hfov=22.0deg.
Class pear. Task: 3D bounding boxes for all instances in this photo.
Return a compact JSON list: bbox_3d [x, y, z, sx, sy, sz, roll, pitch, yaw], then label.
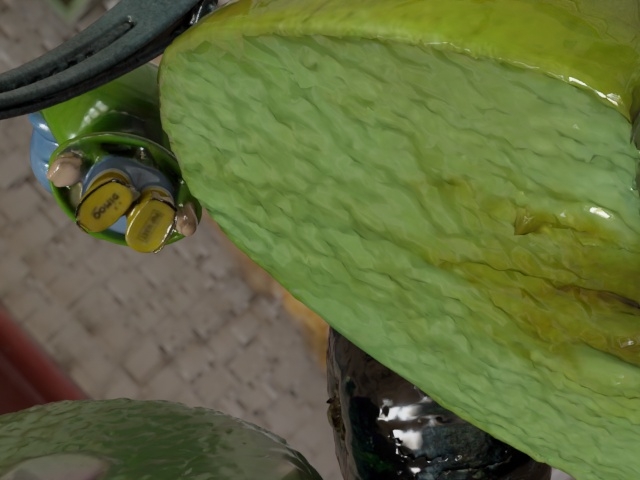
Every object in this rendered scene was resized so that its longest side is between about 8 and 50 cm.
[{"bbox_3d":[0.059,-0.033,0.663,0.139,0.239,0.288,-64,-30,-28],"label":"pear"}]

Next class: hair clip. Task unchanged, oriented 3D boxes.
[{"bbox_3d":[-0.149,-0.118,1.043,0.275,0.048,0.083,-39,-23,-43],"label":"hair clip"}]

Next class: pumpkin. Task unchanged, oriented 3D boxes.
[{"bbox_3d":[0.085,0.119,1.231,0.163,0.233,0.233,-10,1,-1],"label":"pumpkin"}]

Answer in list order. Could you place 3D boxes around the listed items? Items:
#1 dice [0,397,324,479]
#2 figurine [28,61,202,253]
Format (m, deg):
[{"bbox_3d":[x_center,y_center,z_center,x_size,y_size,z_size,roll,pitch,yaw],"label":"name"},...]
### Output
[{"bbox_3d":[-0.168,0.314,1.182,0.322,0.330,0.318,3,19,31],"label":"dice"},{"bbox_3d":[-0.162,-0.068,1.352,0.263,0.162,0.143,-114,46,-66],"label":"figurine"}]
